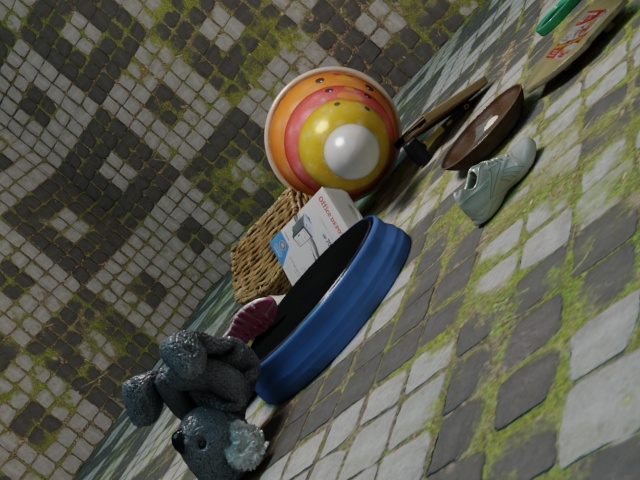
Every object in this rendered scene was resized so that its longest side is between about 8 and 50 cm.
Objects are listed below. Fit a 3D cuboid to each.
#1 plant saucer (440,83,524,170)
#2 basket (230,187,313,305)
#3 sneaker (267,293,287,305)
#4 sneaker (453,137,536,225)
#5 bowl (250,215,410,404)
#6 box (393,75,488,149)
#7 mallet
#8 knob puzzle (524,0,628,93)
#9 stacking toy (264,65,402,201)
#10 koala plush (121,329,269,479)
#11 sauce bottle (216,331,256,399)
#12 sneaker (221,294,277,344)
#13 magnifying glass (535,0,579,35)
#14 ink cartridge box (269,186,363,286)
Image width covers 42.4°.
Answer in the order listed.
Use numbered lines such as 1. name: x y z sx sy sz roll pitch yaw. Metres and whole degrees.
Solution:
1. plant saucer: 0.292 -0.190 1.448 0.198 0.036 0.198 -49 7 8
2. basket: -0.052 0.053 2.019 0.299 0.223 0.213 -44 42 36
3. sneaker: -0.070 0.145 1.797 0.094 0.080 0.212 -39 13 -9
4. sneaker: 0.246 -0.094 1.154 0.152 0.061 0.054 -50 6 -15
5. bowl: 0.001 0.114 1.474 0.391 0.077 0.391 -49 7 8
6. box: 0.270 -0.286 1.864 0.201 0.021 0.164 -35 -3 -25
7. mallet: 0.260 -0.251 1.829 0.189 0.062 0.039 -50 9 -9
8. knob puzzle: 0.417 -0.315 1.366 0.213 0.030 0.213 -48 8 9
9. stacking toy: 0.060 -0.220 1.893 0.350 0.350 0.480 -49 14 4
10. koala plush: -0.164 0.277 1.267 0.196 0.203 0.221 -47 51 34
11. sauce bottle: -0.180 0.250 1.721 0.111 0.111 0.344 -48 7 10
12. sneaker: -0.134 0.149 1.539 0.170 0.063 0.075 -50 12 33
13. magnifying glass: 0.531 -0.510 1.694 0.231 0.026 0.092 -42 10 38
14. ink cartridge box: 0.000 0.000 1.752 0.082 0.139 0.190 5 -44 -49
